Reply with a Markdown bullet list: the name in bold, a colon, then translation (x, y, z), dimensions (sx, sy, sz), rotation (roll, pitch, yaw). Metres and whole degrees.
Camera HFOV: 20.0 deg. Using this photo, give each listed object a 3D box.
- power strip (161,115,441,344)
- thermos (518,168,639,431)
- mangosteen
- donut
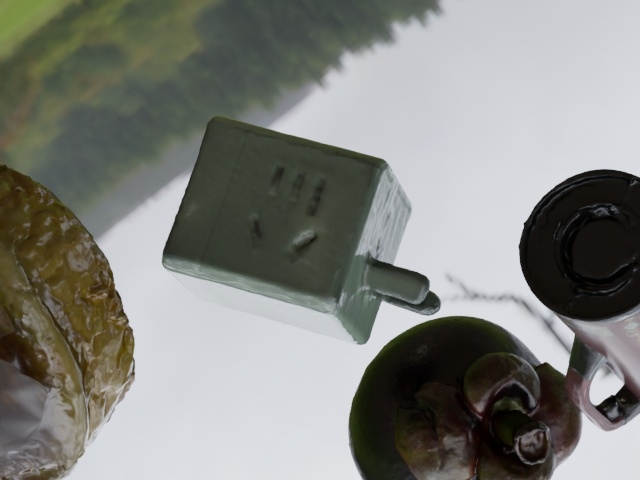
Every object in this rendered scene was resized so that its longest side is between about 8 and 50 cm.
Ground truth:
- **power strip**: translation (0.000, 0.000, 1.530), dimensions (0.139, 0.224, 0.140), rotation (54, 53, -68)
- **thermos**: translation (0.249, 0.070, 1.350), dimensions (0.109, 0.330, 0.136), rotation (7, -106, 28)
- **mangosteen**: translation (0.141, 0.172, 1.663), dimensions (0.211, 0.211, 0.250), rotation (-40, -170, -23)
- **donut**: translation (-0.286, 0.055, 1.325), dimensions (0.330, 0.330, 0.160), rotation (-33, -175, 37)
